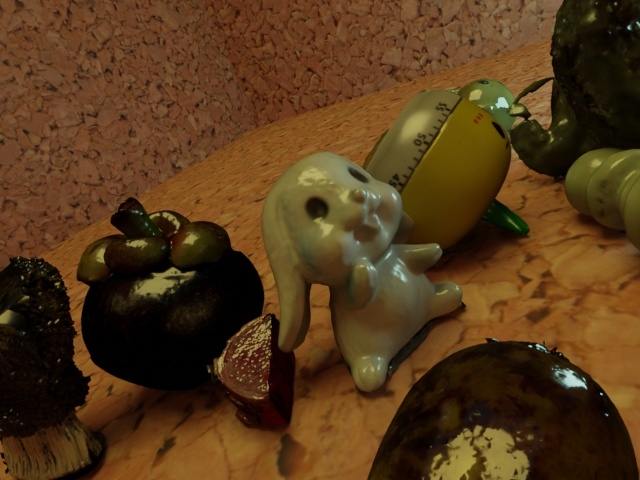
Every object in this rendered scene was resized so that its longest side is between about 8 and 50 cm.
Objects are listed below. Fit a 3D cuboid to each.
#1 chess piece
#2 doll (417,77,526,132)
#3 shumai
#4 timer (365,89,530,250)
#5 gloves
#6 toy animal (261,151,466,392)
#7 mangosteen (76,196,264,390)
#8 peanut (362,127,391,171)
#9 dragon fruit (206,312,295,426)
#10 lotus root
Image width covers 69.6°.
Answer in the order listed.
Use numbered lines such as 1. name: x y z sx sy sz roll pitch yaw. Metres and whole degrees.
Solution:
1. chess piece: 0.426 -0.064 0.621 0.144 0.144 0.251 -21 17 4
2. doll: 0.396 -0.343 1.238 0.177 0.161 0.261 -10 12 -31
3. shumai: 0.523 -0.281 0.791 0.395 0.395 0.348 -26 2 -9
4. timer: 0.222 -0.086 0.766 0.285 0.285 0.285 -19 22 8
5. gloves: -0.392 0.177 0.618 0.135 0.312 0.210 -15 3 -39
6. toy animal: 0.049 0.026 0.609 0.249 0.289 0.174 -13 10 -37
7. mangosteen: -0.229 0.084 0.681 0.288 0.287 0.233 -5 49 36
8. peanut: 0.177 -0.166 1.076 0.153 0.140 0.325 24 39 0
9. dragon fruit: -0.089 0.175 0.597 0.096 0.102 0.147 -20 27 11
10. lotus root: 0.121 0.176 0.327 0.169 0.141 0.314 -7 27 42
